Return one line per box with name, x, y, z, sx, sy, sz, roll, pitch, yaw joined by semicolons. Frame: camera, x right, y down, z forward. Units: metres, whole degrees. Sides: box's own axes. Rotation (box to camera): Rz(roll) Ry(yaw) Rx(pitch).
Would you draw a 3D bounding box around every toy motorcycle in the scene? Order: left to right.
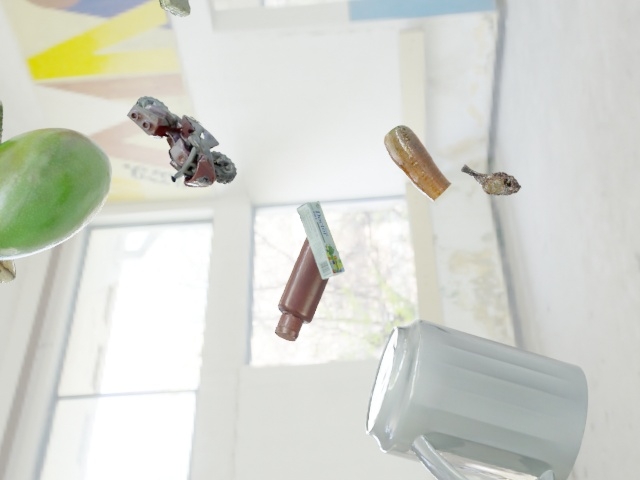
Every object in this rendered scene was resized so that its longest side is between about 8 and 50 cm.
toy motorcycle;-0.241;-0.160;1.568;0.082;0.213;0.122;-48;4;25

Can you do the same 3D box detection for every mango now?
mango;-0.504;-0.079;1.613;0.382;0.225;0.201;-67;-21;-61

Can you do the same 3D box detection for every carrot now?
carrot;0.223;-0.180;2.151;0.193;0.087;0.087;54;180;7

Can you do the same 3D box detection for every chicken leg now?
chicken leg;0.368;-0.130;1.988;0.037;0.145;0.062;-44;-53;-26

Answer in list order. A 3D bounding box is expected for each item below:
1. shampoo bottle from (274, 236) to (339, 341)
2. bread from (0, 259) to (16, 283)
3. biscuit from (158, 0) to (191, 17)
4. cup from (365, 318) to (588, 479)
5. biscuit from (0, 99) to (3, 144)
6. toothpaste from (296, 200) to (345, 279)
shampoo bottle;-0.040;0.123;2.290;0.064;0.102;0.260;-15;48;56
bread;-0.707;0.030;1.950;0.125;0.082;0.106;63;-176;-46
biscuit;-0.376;-0.657;2.273;0.121;0.041;0.199;-1;-105;-72
cup;0.253;0.308;1.548;0.323;0.327;0.236;-77;4;-51
biscuit;-0.696;-0.182;1.647;0.052;0.252;0.150;58;143;24
toothpaste;0.000;0.000;1.921;0.046;0.034;0.164;-8;-105;-52
